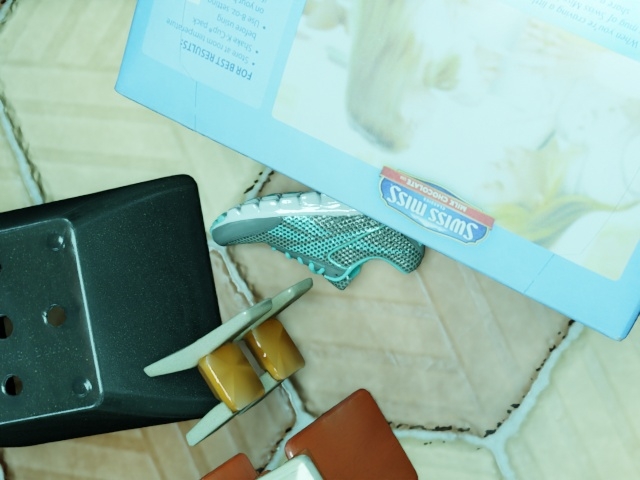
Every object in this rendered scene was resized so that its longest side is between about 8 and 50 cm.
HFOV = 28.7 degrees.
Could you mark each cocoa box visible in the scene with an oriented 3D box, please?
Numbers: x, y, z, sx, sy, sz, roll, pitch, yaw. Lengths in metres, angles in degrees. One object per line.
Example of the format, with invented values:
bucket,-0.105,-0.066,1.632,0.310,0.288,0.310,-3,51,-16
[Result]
cocoa box,0.093,-0.143,0.762,0.347,0.228,0.231,27,118,13

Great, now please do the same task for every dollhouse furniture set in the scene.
dollhouse furniture set,0.004,0.161,0.802,0.135,0.259,0.262,-33,86,23

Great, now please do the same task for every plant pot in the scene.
plant pot,-0.190,0.056,0.900,0.188,0.167,0.187,-11,87,16

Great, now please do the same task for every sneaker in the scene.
sneaker,0.000,0.000,0.905,0.166,0.065,0.076,-6,94,17
